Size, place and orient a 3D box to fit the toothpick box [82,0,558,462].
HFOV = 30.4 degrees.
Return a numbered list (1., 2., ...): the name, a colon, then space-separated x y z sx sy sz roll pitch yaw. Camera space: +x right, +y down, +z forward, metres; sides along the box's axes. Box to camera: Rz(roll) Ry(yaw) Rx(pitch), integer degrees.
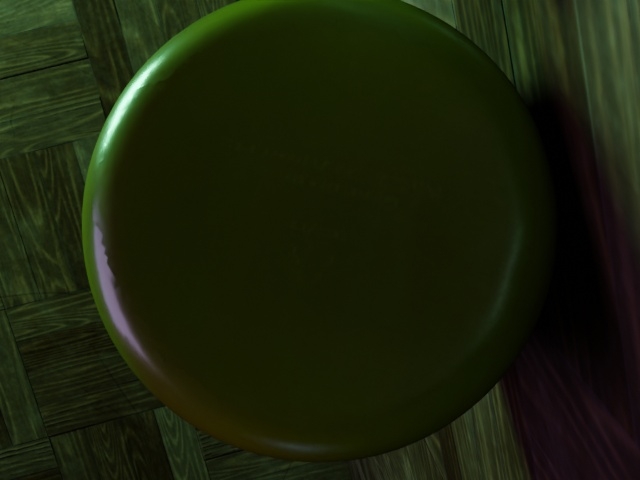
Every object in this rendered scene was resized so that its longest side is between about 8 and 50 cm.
1. toothpick box: 0.000 0.000 0.544 0.271 0.175 0.175 88 167 -87
